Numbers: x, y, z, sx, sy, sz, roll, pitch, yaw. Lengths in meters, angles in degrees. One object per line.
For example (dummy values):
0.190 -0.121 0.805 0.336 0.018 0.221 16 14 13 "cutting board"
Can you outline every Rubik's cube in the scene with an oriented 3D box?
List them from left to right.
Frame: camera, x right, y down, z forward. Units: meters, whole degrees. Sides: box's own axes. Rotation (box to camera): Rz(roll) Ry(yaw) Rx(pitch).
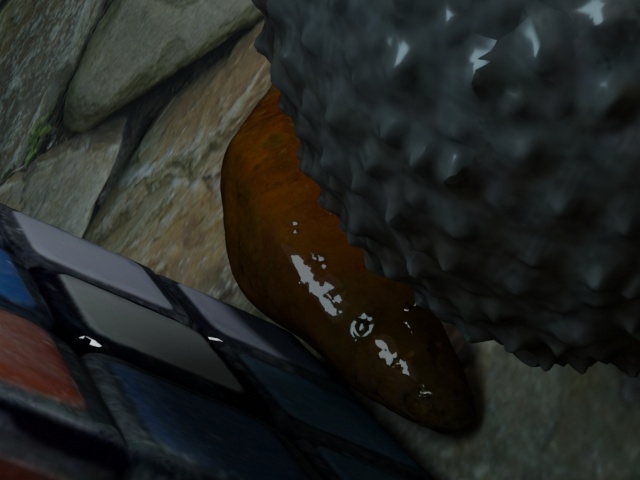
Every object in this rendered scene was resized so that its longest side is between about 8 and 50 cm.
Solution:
-0.162 0.189 0.662 0.359 0.362 0.363 -61 24 8 "Rubik's cube"

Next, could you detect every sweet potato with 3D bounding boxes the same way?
-0.003 -0.003 0.828 0.112 0.112 0.359 -50 31 24 "sweet potato"

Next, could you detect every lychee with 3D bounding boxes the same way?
0.105 -0.084 0.509 0.300 0.300 0.300 -43 32 35 "lychee"
